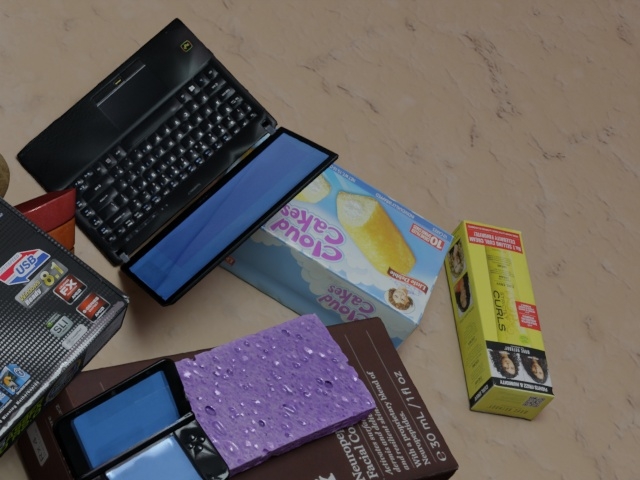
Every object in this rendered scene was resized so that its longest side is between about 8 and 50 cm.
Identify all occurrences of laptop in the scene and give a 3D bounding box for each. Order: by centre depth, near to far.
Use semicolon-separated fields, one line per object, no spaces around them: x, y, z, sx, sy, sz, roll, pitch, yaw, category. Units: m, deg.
-0.153;-0.087;1.848;0.234;0.136;0.264;-41;80;-9;laptop

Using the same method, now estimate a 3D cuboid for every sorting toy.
-0.360;0.072;1.716;0.365;0.127;0.126;-32;105;-41;sorting toy

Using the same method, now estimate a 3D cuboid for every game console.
-0.153;0.183;1.546;0.122;0.071;0.107;-29;67;-18;game console

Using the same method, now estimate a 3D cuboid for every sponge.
-0.056;0.146;1.677;0.210;0.031;0.117;-18;64;-40;sponge

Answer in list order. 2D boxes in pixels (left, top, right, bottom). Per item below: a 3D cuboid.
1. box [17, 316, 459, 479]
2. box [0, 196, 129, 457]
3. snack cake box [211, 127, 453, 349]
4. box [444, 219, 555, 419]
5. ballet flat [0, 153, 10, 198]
-0.076;0.208;1.733;0.381;0.143;0.191;-10;61;-35;box
-0.335;0.087;1.571;0.216;0.060;0.270;38;59;7;box
0.000;0.000;1.983;0.264;0.089;0.152;31;44;-6;snack cake box
0.203;0.090;2.057;0.087;0.058;0.232;12;49;-23;box
-0.451;-0.037;1.679;0.342;0.116;0.124;0;15;-24;ballet flat
